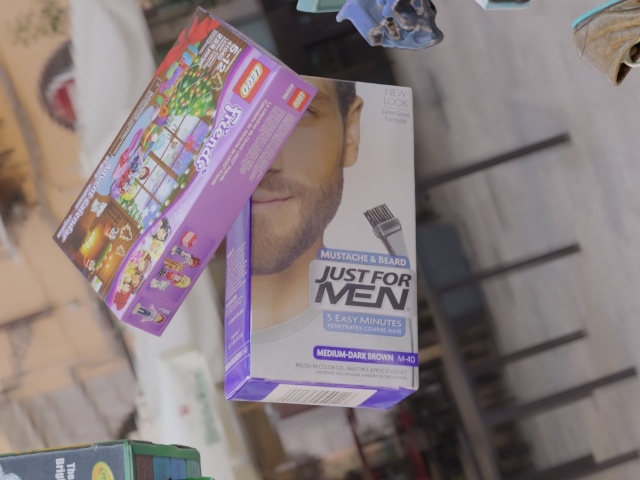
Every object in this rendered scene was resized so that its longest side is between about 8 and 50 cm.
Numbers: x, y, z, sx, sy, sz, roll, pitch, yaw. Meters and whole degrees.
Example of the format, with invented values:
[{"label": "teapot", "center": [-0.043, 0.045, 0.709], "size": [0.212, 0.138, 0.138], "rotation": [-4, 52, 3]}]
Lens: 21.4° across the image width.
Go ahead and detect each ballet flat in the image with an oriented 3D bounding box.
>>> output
[{"label": "ballet flat", "center": [0.478, -0.306, 2.145], "size": [0.116, 0.342, 0.124], "rotation": [-6, -114, -61]}]

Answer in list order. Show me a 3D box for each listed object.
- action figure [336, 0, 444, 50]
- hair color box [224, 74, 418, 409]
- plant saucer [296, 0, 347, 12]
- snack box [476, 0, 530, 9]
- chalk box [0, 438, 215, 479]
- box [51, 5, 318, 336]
[{"label": "action figure", "center": [0.160, -0.178, 0.799], "size": [0.330, 0.178, 0.341], "rotation": [51, 145, -1]}, {"label": "hair color box", "center": [0.000, 0.000, 1.791], "size": [0.110, 0.185, 0.338], "rotation": [133, 139, -64]}, {"label": "plant saucer", "center": [0.036, -0.258, 1.305], "size": [0.018, 0.067, 0.192], "rotation": [48, 134, 38]}, {"label": "snack box", "center": [0.165, -0.395, 1.538], "size": [0.187, 0.060, 0.322], "rotation": [51, 138, 39]}, {"label": "chalk box", "center": [-0.235, 0.322, 1.898], "size": [0.179, 0.289, 0.180], "rotation": [24, -120, -66]}, {"label": "box", "center": [-0.142, -0.074, 1.702], "size": [0.057, 0.293, 0.201], "rotation": [28, -173, -37]}]
